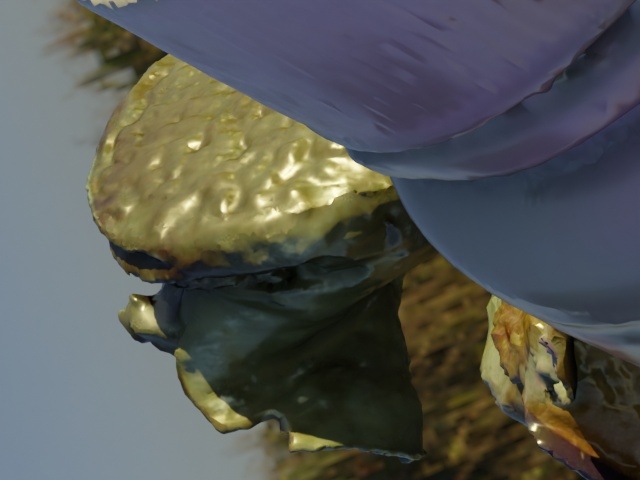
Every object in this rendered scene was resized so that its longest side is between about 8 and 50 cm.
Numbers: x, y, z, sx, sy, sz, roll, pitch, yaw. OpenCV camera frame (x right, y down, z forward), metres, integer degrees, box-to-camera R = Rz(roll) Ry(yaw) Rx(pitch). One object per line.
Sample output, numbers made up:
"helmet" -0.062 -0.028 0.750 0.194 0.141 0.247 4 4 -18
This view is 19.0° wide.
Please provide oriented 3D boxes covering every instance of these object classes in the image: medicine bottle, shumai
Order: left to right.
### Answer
"shumai" 0.000 0.000 1.410 0.288 0.292 0.330 56 -161 -32
"medicine bottle" 0.110 -0.093 0.538 0.325 0.256 0.256 24 -153 -32

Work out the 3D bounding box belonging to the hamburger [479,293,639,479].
"hamburger" 0.236 -0.010 0.984 0.195 0.277 0.318 -89 18 -78
